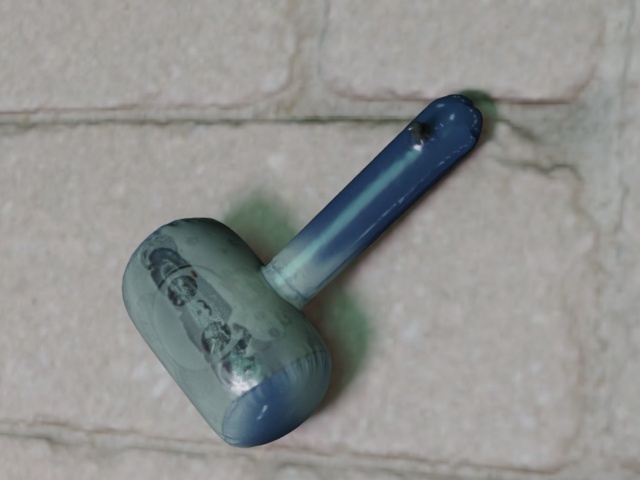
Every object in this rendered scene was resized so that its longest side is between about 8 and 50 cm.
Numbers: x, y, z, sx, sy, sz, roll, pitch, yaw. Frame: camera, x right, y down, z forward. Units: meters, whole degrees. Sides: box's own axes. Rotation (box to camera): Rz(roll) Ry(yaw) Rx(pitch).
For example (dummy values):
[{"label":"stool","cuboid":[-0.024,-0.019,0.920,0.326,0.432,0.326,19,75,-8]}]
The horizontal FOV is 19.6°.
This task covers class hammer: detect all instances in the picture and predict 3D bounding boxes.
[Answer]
[{"label":"hammer","cuboid":[0.000,0.000,0.878,0.194,0.069,0.116,-44,63,7]}]
